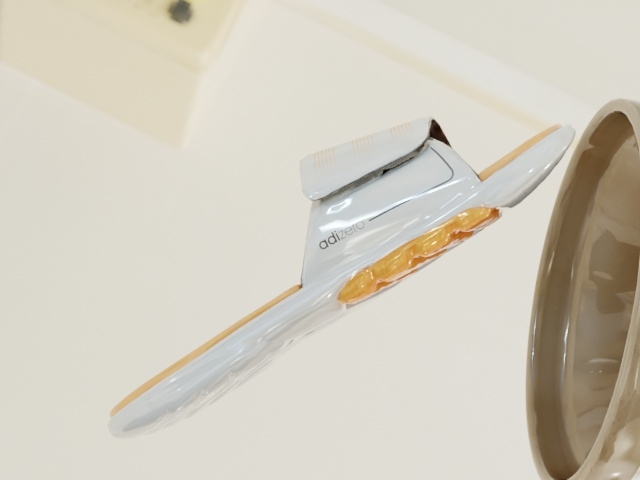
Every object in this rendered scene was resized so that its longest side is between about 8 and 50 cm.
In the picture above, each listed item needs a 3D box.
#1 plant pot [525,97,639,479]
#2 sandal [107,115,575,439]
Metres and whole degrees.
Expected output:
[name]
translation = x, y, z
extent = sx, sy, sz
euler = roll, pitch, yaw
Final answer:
[plant pot]
translation = 0.205, 0.040, 0.996
extent = 0.237, 0.110, 0.237
euler = -171, -90, -84
[sandal]
translation = -0.001, -0.001, 0.795
extent = 0.265, 0.076, 0.102
euler = -32, 175, -3
